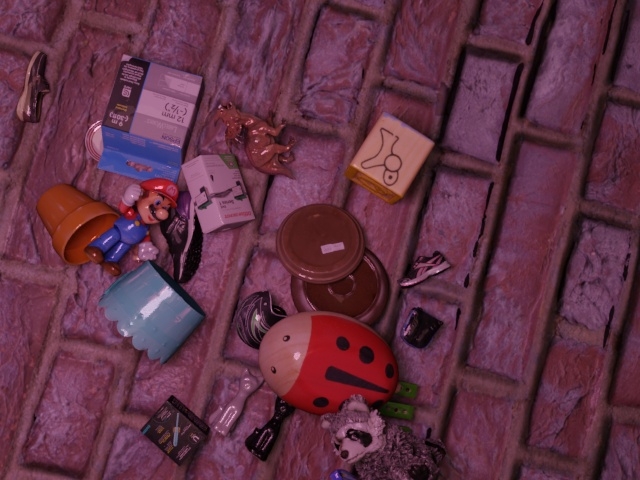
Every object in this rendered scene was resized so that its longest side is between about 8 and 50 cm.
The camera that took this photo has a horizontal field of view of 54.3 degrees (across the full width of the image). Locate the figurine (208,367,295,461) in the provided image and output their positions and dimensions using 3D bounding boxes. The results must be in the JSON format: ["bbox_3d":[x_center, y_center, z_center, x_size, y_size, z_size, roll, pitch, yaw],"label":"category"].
[{"bbox_3d":[-0.200,0.522,1.904,0.215,0.092,0.209,33,77,0],"label":"figurine"}]

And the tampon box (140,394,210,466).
[{"bbox_3d":[-0.432,0.566,1.870,0.161,0.101,0.120,43,85,-1],"label":"tampon box"}]

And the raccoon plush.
[{"bbox_3d":[0.174,0.572,1.792,0.216,0.446,0.299,-40,75,10],"label":"raccoon plush"}]

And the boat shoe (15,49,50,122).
[{"bbox_3d":[-0.873,-0.470,1.929,0.073,0.080,0.223,16,90,-8],"label":"boat shoe"}]

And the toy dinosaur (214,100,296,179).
[{"bbox_3d":[-0.194,-0.292,1.920,0.200,0.127,0.295,-27,92,-16],"label":"toy dinosaur"}]

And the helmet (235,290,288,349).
[{"bbox_3d":[-0.176,0.241,1.880,0.162,0.169,0.169,36,84,-17],"label":"helmet"}]

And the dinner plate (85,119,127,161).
[{"bbox_3d":[-0.664,-0.310,1.958,0.141,0.017,0.141,0,87,-4],"label":"dinner plate"}]

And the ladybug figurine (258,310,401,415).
[{"bbox_3d":[0.045,0.369,1.794,0.450,0.162,0.305,17,90,-18],"label":"ladybug figurine"}]

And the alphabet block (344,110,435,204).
[{"bbox_3d":[0.207,-0.249,1.923,0.192,0.193,0.197,33,85,0],"label":"alphabet block"}]

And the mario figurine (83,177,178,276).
[{"bbox_3d":[-0.523,-0.042,1.804,0.170,0.198,0.320,39,81,-1],"label":"mario figurine"}]

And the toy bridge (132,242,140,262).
[{"bbox_3d":[-0.563,-0.026,1.921,0.026,0.063,0.188,-2,90,-4],"label":"toy bridge"}]

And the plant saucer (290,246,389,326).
[{"bbox_3d":[0.063,0.137,1.924,0.311,0.050,0.310,2,73,-6],"label":"plant saucer"}]

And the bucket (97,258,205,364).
[{"bbox_3d":[-0.481,0.200,1.812,0.183,0.281,0.281,-44,90,-7],"label":"bucket"}]

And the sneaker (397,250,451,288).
[{"bbox_3d":[0.317,0.091,1.977,0.178,0.072,0.077,-24,76,-13],"label":"sneaker"}]

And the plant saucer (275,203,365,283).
[{"bbox_3d":[0.000,0.000,1.918,0.278,0.041,0.277,1,63,-2],"label":"plant saucer"}]

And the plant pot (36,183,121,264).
[{"bbox_3d":[-0.733,-0.063,1.860,0.188,0.205,0.205,42,84,16],"label":"plant pot"}]

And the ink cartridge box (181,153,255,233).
[{"bbox_3d":[-0.307,-0.143,1.891,0.093,0.160,0.219,-21,87,33],"label":"ink cartridge box"}]

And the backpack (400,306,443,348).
[{"bbox_3d":[0.305,0.278,1.946,0.105,0.084,0.114,32,81,-2],"label":"backpack"}]

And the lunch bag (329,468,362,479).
[{"bbox_3d":[0.142,0.784,1.831,0.138,0.221,0.293,-44,90,-5],"label":"lunch bag"}]

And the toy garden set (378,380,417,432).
[{"bbox_3d":[0.178,0.547,1.940,0.204,0.049,0.244,11,86,-5],"label":"toy garden set"}]

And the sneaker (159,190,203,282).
[{"bbox_3d":[-0.435,-0.012,1.926,0.124,0.107,0.283,6,83,13],"label":"sneaker"}]

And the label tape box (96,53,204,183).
[{"bbox_3d":[-0.523,-0.361,1.914,0.249,0.115,0.347,16,81,-6],"label":"label tape box"}]
